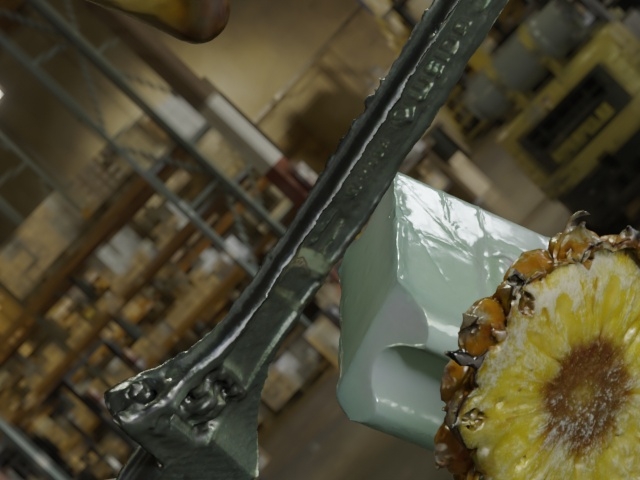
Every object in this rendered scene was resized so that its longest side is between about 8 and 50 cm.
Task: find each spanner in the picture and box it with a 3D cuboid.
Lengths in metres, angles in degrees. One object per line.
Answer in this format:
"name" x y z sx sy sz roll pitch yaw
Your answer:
"spanner" 0.000 0.000 0.607 0.093 0.026 0.325 18 -67 -45

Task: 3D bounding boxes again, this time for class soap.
"soap" 0.186 0.098 1.156 0.115 0.346 0.208 -60 14 30

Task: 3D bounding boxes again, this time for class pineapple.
"pineapple" 0.141 0.085 0.874 0.221 0.221 0.047 -47 36 -15

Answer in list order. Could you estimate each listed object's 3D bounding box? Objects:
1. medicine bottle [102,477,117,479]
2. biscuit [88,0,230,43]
"medicine bottle" -0.184 0.193 0.884 0.183 0.086 0.086 -4 -27 -37
"biscuit" -0.143 -0.157 0.633 0.207 0.164 0.047 -6 9 -16
